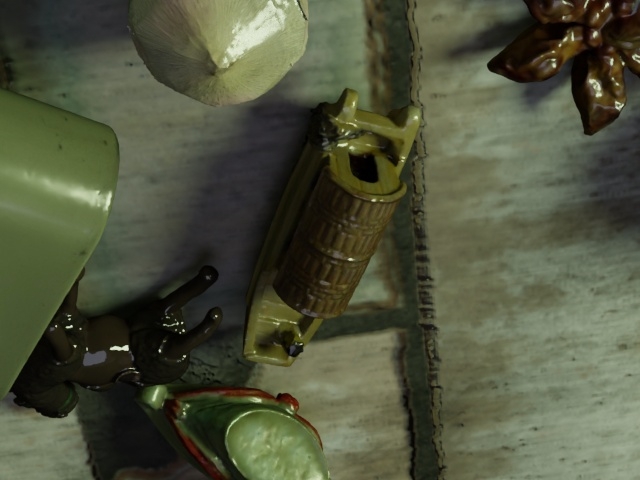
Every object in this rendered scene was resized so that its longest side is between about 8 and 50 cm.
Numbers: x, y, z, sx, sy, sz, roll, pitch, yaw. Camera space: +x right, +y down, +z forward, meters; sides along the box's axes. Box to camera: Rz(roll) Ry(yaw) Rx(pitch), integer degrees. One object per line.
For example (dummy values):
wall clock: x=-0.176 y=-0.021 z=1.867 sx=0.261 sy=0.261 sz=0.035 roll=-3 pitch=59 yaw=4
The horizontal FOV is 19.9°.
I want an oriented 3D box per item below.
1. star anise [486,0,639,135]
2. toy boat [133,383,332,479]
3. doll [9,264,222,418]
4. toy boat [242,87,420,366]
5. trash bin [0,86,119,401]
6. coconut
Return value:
star anise: x=0.182 y=-0.135 z=1.126 sx=0.168 sy=0.057 sz=0.168 roll=0 pitch=138 yaw=0
toy boat: x=-0.049 y=0.150 z=1.330 sx=0.185 sy=0.071 sz=0.089 roll=34 pitch=76 yaw=-31
doll: x=-0.154 y=0.077 z=1.254 sx=0.139 sy=0.057 sz=0.165 roll=1 pitch=147 yaw=-24
toy boat: x=0.000 y=0.000 z=1.193 sx=0.068 sy=0.088 sz=0.226 roll=11 pitch=127 yaw=-19
trash bin: x=-0.281 y=-0.011 z=1.122 sx=0.247 sy=0.121 sz=0.243 roll=18 pitch=125 yaw=-26
coconut: x=-0.055 y=-0.132 z=1.043 sx=0.110 sy=0.124 sz=0.110 roll=-3 pitch=131 yaw=-3
